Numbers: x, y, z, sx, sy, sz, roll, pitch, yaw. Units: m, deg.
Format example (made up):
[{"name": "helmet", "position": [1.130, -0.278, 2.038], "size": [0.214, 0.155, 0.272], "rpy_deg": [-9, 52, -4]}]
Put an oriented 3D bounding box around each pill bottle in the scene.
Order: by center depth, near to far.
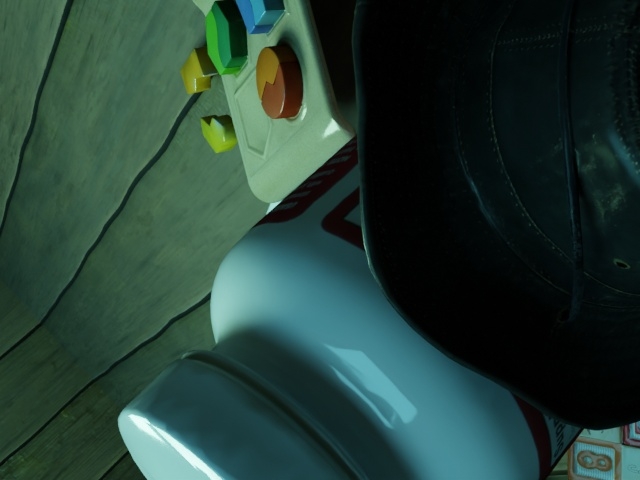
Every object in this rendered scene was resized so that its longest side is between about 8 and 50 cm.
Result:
[{"name": "pill bottle", "position": [0.083, 0.031, 0.622], "size": [0.229, 0.408, 0.229], "rpy_deg": [36, 152, 22]}]

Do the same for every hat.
[{"name": "hat", "position": [0.177, -0.058, 0.465], "size": [0.134, 0.331, 0.331], "rpy_deg": [-3, 126, 55]}]

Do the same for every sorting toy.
[{"name": "sorting toy", "position": [-0.074, -0.151, 0.933], "size": [0.307, 0.041, 0.229], "rpy_deg": [-33, 74, 64]}]

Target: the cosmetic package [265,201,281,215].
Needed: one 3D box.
[{"name": "cosmetic package", "position": [0.000, 0.000, 1.076], "size": [0.117, 0.085, 0.231], "rpy_deg": [44, 153, 8]}]

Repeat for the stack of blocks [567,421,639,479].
[{"name": "stack of blocks", "position": [0.296, 0.239, 0.805], "size": [0.171, 0.087, 0.297], "rpy_deg": [7, 116, 28]}]
